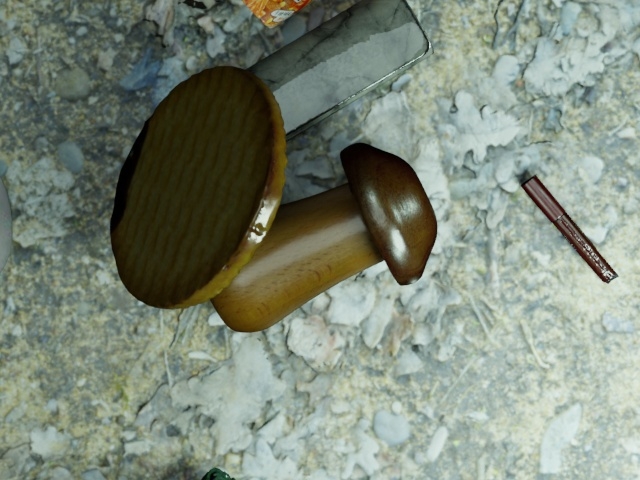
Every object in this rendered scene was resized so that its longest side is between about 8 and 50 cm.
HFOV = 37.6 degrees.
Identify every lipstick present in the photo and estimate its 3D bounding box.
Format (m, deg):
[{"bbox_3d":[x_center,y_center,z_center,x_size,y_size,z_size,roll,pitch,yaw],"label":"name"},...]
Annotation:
[{"bbox_3d":[0.333,-0.013,1.254,0.027,0.027,0.176,-40,90,2],"label":"lipstick"}]

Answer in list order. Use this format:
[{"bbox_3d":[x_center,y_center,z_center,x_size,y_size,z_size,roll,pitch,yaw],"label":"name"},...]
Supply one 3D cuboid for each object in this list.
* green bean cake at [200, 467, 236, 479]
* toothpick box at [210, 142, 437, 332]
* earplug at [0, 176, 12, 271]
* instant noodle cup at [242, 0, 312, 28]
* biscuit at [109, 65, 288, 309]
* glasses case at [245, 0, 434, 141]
[{"bbox_3d":[-0.085,0.419,1.216,0.208,0.193,0.107,29,110,-21],"label":"green bean cake"},{"bbox_3d":[0.000,0.000,1.192,0.294,0.192,0.192,-23,89,9],"label":"toothpick box"},{"bbox_3d":[-0.584,-0.018,1.236,0.301,0.172,0.172,-7,89,10],"label":"earplug"},{"bbox_3d":[-0.050,-0.401,1.176,0.192,0.250,0.250,-39,88,11],"label":"instant noodle cup"},{"bbox_3d":[-0.157,-0.067,1.170,0.318,0.040,0.318,-19,62,40],"label":"biscuit"},{"bbox_3d":[-0.005,-0.220,1.250,0.299,0.060,0.114,-31,83,2],"label":"glasses case"}]
